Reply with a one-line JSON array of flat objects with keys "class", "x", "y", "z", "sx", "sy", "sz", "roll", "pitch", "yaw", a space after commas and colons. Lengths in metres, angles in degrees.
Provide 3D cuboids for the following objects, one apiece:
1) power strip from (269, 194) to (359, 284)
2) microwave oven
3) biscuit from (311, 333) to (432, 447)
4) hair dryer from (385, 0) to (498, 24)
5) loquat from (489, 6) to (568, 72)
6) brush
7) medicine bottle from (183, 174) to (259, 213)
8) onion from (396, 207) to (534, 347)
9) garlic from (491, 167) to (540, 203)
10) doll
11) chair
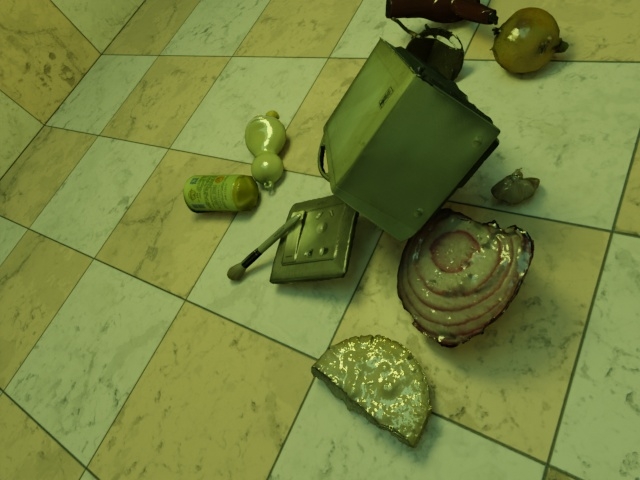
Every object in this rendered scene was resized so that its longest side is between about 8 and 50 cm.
[{"class": "power strip", "x": -0.001, "y": 0.001, "z": 1.199, "sx": 0.250, "sy": 0.092, "sz": 0.257, "roll": -4, "pitch": 60, "yaw": 33}, {"class": "microwave oven", "x": 0.181, "y": -0.243, "z": 1.051, "sx": 0.333, "sy": 0.247, "sz": 0.395, "roll": -52, "pitch": 22, "yaw": 27}, {"class": "biscuit", "x": 0.115, "y": 0.293, "z": 0.968, "sx": 0.281, "sy": 0.084, "sz": 0.179, "roll": 22, "pitch": 73, "yaw": 35}, {"class": "hair dryer", "x": 0.391, "y": -0.683, "z": 1.335, "sx": 0.312, "sy": 0.123, "sz": 0.341, "roll": -13, "pitch": 40, "yaw": -11}, {"class": "loquat", "x": 0.566, "y": -0.541, "z": 1.221, "sx": 0.204, "sy": 0.149, "sz": 0.172, "roll": 16, "pitch": 67, "yaw": 14}, {"class": "brush", "x": -0.156, "y": 0.020, "z": 1.249, "sx": 0.299, "sy": 0.042, "sz": 0.039, "roll": -39, "pitch": 22, "yaw": 19}, {"class": "medicine bottle", "x": -0.308, "y": -0.150, "z": 1.423, "sx": 0.238, "sy": 0.124, "sz": 0.124, "roll": 2, "pitch": 62, "yaw": 25}, {"class": "onion", "x": 0.305, "y": 0.082, "z": 0.978, "sx": 0.314, "sy": 0.146, "sz": 0.280, "roll": 31, "pitch": 98, "yaw": 51}, {"class": "garlic", "x": 0.463, "y": -0.125, "z": 1.061, "sx": 0.113, "sy": 0.094, "sz": 0.074, "roll": -21, "pitch": 94, "yaw": 6}, {"class": "doll", "x": -0.175, "y": -0.291, "z": 1.457, "sx": 0.141, "sy": 0.117, "sz": 0.297, "roll": -11, "pitch": 70, "yaw": 12}, {"class": "chair", "x": 0.309, "y": -0.557, "z": 1.341, "sx": 0.148, "sy": 0.174, "sz": 0.213, "roll": -15, "pitch": 49, "yaw": -33}]
